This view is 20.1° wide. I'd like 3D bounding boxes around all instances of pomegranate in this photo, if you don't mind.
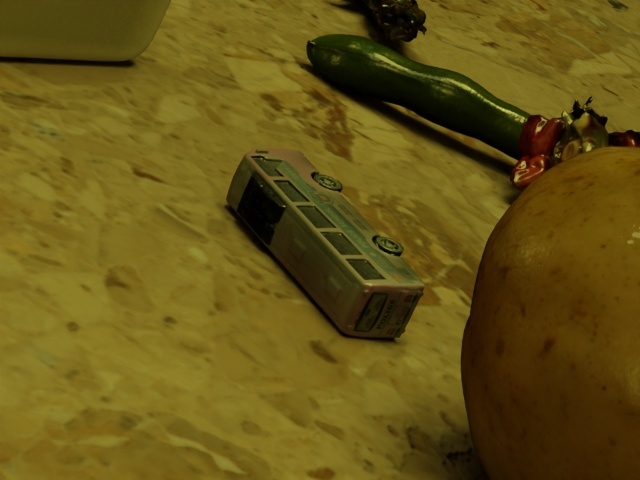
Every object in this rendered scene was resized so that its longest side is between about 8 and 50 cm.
[{"bbox_3d":[0.159,0.055,0.765,0.196,0.196,0.196,23,21,-9],"label":"pomegranate"}]

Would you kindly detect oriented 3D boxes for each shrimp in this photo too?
[{"bbox_3d":[0.011,-0.198,1.385,0.148,0.035,0.195,24,14,-14],"label":"shrimp"}]

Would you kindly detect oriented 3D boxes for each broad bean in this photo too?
[{"bbox_3d":[0.095,-0.086,1.222,0.227,0.039,0.069,26,-8,-10],"label":"broad bean"}]

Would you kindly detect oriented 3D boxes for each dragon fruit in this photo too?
[{"bbox_3d":[0.219,-0.034,1.168,0.192,0.092,0.122,30,21,10],"label":"dragon fruit"}]

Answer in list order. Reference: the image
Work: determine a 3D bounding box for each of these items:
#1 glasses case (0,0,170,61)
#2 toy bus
[{"bbox_3d":[-0.192,-0.168,0.949,0.070,0.131,0.313,38,24,28],"label":"glasses case"},{"bbox_3d":[0.000,0.000,0.914,0.052,0.037,0.130,2,33,-39],"label":"toy bus"}]
